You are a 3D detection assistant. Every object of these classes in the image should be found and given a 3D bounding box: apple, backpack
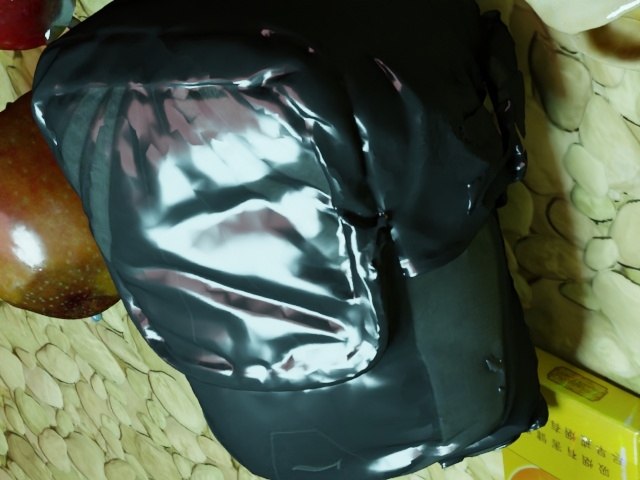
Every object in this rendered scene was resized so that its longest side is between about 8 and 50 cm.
[{"bbox_3d":[-0.252,-0.033,1.838,0.230,0.230,0.230,36,145,30],"label":"apple"},{"bbox_3d":[0.000,0.000,1.455,0.363,0.255,0.445,0,120,32],"label":"backpack"}]

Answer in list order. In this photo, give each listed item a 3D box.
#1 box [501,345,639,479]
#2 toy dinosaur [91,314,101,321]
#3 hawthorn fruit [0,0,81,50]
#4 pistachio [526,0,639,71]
[{"bbox_3d":[0.217,0.218,1.590,0.152,0.043,0.269,29,141,39],"label":"box"},{"bbox_3d":[-0.272,0.023,2.097,0.080,0.045,0.197,28,150,43],"label":"toy dinosaur"},{"bbox_3d":[-0.289,-0.255,1.730,0.202,0.185,0.185,40,153,-12],"label":"hawthorn fruit"},{"bbox_3d":[0.212,-0.178,1.114,0.229,0.157,0.157,-14,108,53],"label":"pistachio"}]
